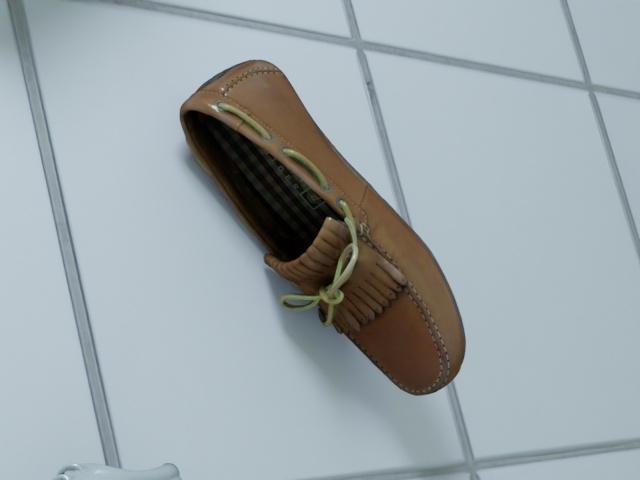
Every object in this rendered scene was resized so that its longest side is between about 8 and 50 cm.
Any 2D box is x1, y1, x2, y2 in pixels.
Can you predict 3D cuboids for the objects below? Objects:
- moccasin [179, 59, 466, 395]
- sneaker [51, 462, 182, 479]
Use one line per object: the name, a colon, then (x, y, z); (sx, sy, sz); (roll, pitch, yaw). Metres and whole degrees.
moccasin: (0.002, -0.001, 1.583); (0.380, 0.139, 0.147); (57, 39, -9)
sneaker: (-0.199, 0.228, 1.280); (0.258, 0.094, 0.091); (4, 49, -53)
